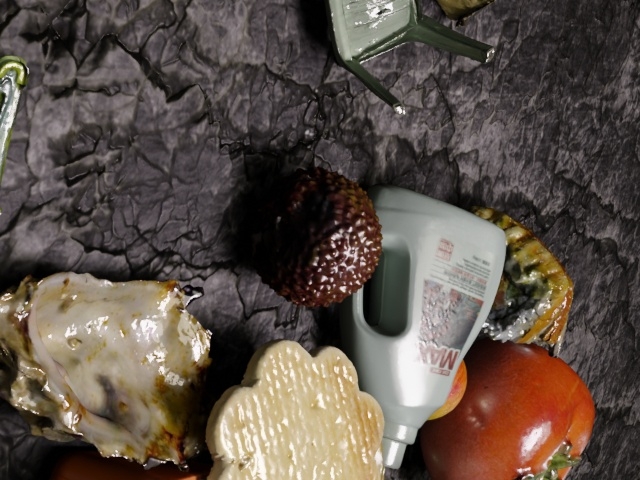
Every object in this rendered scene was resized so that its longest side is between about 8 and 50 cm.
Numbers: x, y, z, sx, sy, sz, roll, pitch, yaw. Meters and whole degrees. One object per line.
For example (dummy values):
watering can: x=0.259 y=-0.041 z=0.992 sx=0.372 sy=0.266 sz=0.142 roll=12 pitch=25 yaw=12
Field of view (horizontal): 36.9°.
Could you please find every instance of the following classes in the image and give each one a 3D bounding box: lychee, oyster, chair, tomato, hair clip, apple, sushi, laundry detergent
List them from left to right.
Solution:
hair clip: x=-0.319 y=-0.086 z=0.910 sx=0.060 sy=0.033 sz=0.189 roll=12 pitch=97 yaw=-52
oyster: x=-0.239 y=0.153 z=1.034 sx=0.361 sy=0.096 sz=0.221 roll=9 pitch=65 yaw=-57
lychee: x=0.000 y=0.000 z=1.249 sx=0.188 sy=0.188 sz=0.188 roll=-24 pitch=122 yaw=-46
chair: x=0.093 y=-0.314 z=1.235 sx=0.190 sy=0.274 sz=0.203 roll=-24 pitch=127 yaw=-18
laundry detergent: x=0.125 y=0.137 z=1.447 sx=0.263 sy=0.124 sz=0.398 roll=21 pitch=80 yaw=-29
apple: x=0.175 y=0.223 z=1.589 sx=0.146 sy=0.146 sz=0.147 roll=-24 pitch=122 yaw=-46
tomato: x=0.320 y=0.342 z=1.728 sx=0.341 sy=0.272 sz=0.341 roll=-31 pitch=140 yaw=-30
sushi: x=0.312 y=0.074 z=1.617 sx=0.184 sy=0.274 sz=0.139 roll=-48 pitch=155 yaw=13

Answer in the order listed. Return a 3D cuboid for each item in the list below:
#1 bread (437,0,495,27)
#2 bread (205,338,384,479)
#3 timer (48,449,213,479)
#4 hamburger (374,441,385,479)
bread: x=0.307 y=-0.458 z=1.347 sx=0.346 sy=0.405 sz=0.242 roll=-54 pitch=131 yaw=-5
bread: x=-0.032 y=0.276 z=1.203 sx=0.316 sy=0.054 sz=0.316 roll=3 pitch=85 yaw=-45
timer: x=-0.223 y=0.381 z=1.125 sx=0.250 sy=0.161 sz=0.258 roll=32 pitch=77 yaw=-63
hamburger: x=-0.027 y=0.304 z=1.343 sx=0.237 sy=0.148 sz=0.237 roll=6 pitch=81 yaw=-43
